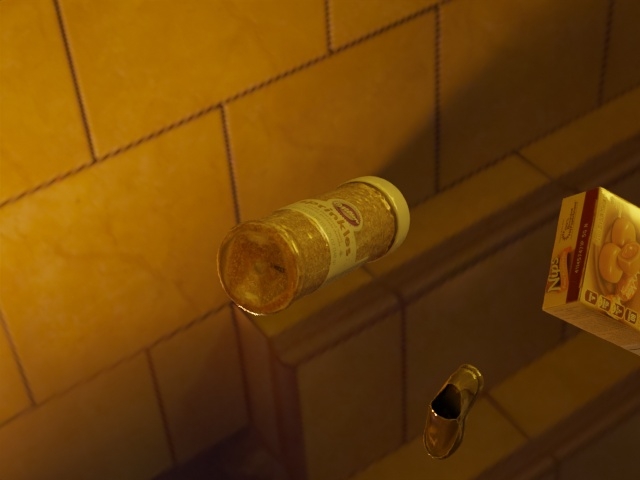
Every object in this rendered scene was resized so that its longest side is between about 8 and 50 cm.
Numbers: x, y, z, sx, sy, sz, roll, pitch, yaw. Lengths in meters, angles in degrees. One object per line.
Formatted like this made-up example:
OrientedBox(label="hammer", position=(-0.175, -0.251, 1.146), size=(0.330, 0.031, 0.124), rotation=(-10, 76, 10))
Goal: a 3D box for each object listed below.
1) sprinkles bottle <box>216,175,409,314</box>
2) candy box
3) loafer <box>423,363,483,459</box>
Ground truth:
OrientedBox(label="sprinkles bottle", position=(0.000, 0.000, 1.616), size=(0.355, 0.121, 0.121), rotation=(-25, 144, -61))
OrientedBox(label="candy box", position=(0.485, 0.070, 1.794), size=(0.316, 0.087, 0.183), rotation=(24, 68, -24))
OrientedBox(label="loafer", position=(0.164, 0.227, 1.590), size=(0.050, 0.056, 0.148), rotation=(-12, 128, -45))
